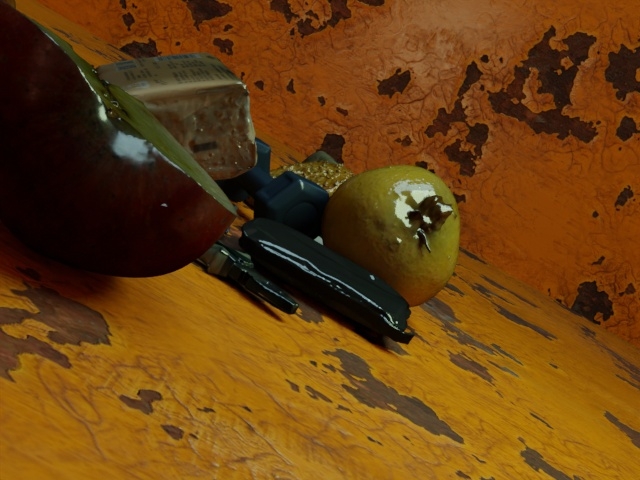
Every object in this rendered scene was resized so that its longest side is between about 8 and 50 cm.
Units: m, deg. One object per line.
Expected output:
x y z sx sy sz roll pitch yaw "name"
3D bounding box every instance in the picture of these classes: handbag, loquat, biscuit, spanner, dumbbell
0.016 0.065 1.563 0.332 0.075 0.191 32 9 5 "handbag"
0.142 -0.015 1.729 0.275 0.275 0.275 30 9 -5 "loquat"
-0.052 -0.128 2.058 0.254 0.035 0.254 -9 22 4 "biscuit"
-0.159 0.018 1.379 0.325 0.040 0.096 33 9 25 "spanner"
-0.117 -0.107 1.856 0.160 0.144 0.325 20 13 -41 "dumbbell"

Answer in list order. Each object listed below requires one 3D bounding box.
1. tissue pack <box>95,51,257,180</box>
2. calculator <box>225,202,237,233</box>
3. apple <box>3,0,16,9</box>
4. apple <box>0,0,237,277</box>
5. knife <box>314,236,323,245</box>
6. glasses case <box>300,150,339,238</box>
-0.229 -0.159 1.446 0.239 0.238 0.305 27 10 -23 "tissue pack"
-0.272 -0.102 1.616 0.274 0.028 0.165 31 17 -10 "calculator"
-0.527 -0.267 1.155 0.301 0.301 0.301 30 9 -5 "apple"
-0.263 -0.126 1.062 0.295 0.328 0.365 -10 23 -16 "apple"
-0.002 -0.001 1.978 0.081 0.043 0.336 10 24 -50 "knife"
0.015 -0.105 2.205 0.098 0.156 0.425 36 7 -23 "glasses case"
